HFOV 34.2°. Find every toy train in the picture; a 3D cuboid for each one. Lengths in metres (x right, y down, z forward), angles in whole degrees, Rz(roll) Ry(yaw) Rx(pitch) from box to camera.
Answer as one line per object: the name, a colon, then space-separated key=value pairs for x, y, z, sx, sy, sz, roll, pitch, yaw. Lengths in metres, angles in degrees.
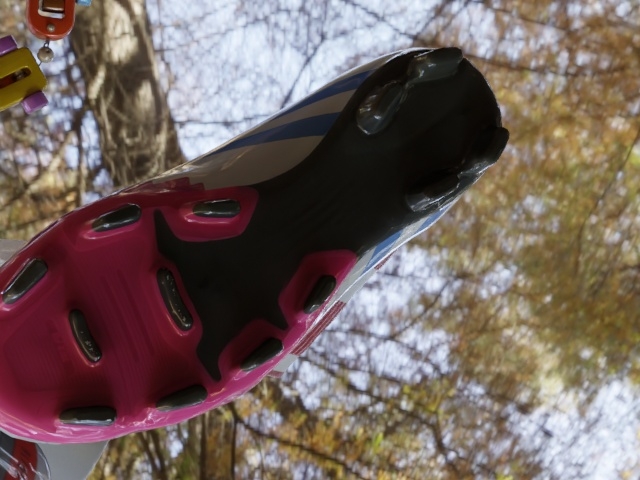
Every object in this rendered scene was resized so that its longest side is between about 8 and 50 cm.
toy train: x=-0.254 y=-0.154 z=0.767 sx=0.166 sy=0.046 sz=0.125 roll=-3 pitch=-91 yaw=-23

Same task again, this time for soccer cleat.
soccer cleat: x=-0.041 y=0.003 z=0.560 sx=0.331 sy=0.143 sz=0.116 roll=-32 pitch=-84 yaw=-27

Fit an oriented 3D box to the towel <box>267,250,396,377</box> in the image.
towel: x=0.000 y=0.000 z=1.026 sx=0.329 sy=0.237 sz=0.037 roll=-49 pitch=-121 yaw=11

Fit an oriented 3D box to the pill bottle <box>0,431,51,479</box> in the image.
pill bottle: x=-0.329 y=0.076 z=0.518 sx=0.210 sy=0.363 sz=0.210 roll=-32 pitch=-155 yaw=16

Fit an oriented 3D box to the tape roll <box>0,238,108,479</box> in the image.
tape roll: x=-0.297 y=0.132 z=0.825 sx=0.286 sy=0.100 sz=0.286 roll=-22 pitch=-142 yaw=18
